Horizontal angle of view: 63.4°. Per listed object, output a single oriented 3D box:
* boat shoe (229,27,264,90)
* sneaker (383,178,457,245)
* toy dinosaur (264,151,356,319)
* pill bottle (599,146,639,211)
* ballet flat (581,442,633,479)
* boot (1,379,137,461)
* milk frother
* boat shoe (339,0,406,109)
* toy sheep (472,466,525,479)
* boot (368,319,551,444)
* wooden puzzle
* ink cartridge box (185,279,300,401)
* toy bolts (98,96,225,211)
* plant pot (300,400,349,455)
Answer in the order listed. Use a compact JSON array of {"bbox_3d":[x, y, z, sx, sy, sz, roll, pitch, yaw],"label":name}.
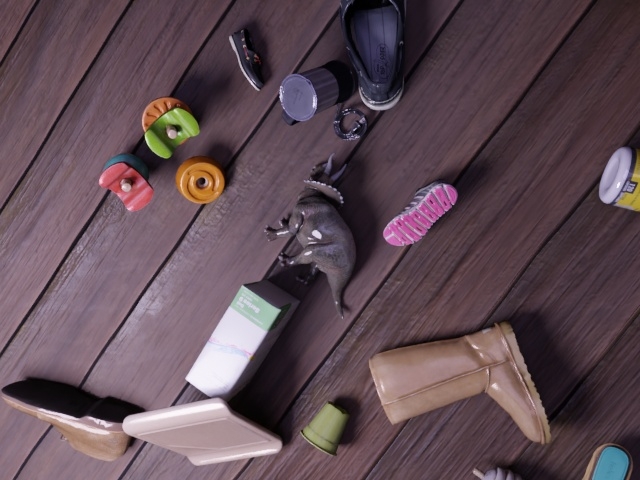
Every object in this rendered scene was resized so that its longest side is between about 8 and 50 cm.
[{"bbox_3d":[-0.143,-0.370,1.058,0.042,0.049,0.133,-25,81,18],"label":"boat shoe"},{"bbox_3d":[0.191,-0.056,0.989,0.063,0.075,0.170,41,120,-9],"label":"sneaker"},{"bbox_3d":[0.000,0.000,0.994,0.160,0.121,0.313,-22,81,23],"label":"toy dinosaur"},{"bbox_3d":[0.591,-0.091,0.886,0.184,0.103,0.103,16,93,11],"label":"pill bottle"},{"bbox_3d":[0.473,0.463,0.894,0.080,0.073,0.232,29,76,31],"label":"ballet flat"},{"bbox_3d":[-0.548,0.385,1.109,0.305,0.112,0.115,15,103,9],"label":"boot"},{"bbox_3d":[0.013,-0.251,0.981,0.143,0.135,0.129,38,134,14],"label":"milk frother"},{"bbox_3d":[0.097,-0.427,0.979,0.127,0.113,0.339,-1,89,11],"label":"boat shoe"},{"bbox_3d":[0.336,0.461,0.943,0.132,0.091,0.091,30,95,9],"label":"toy sheep"},{"bbox_3d":[0.254,0.290,0.963,0.270,0.089,0.236,-21,75,10],"label":"boot"},{"bbox_3d":[-0.217,0.366,0.995,0.221,0.238,0.044,-16,47,16],"label":"wooden puzzle"},{"bbox_3d":[-0.145,0.189,1.001,0.093,0.154,0.212,31,96,10],"label":"ink cartridge box"},{"bbox_3d":[-0.330,-0.162,1.077,0.228,0.158,0.218,-36,124,-1],"label":"toy bolts"},{"bbox_3d":[0.016,0.362,1.013,0.083,0.083,0.079,31,84,10],"label":"plant pot"}]
